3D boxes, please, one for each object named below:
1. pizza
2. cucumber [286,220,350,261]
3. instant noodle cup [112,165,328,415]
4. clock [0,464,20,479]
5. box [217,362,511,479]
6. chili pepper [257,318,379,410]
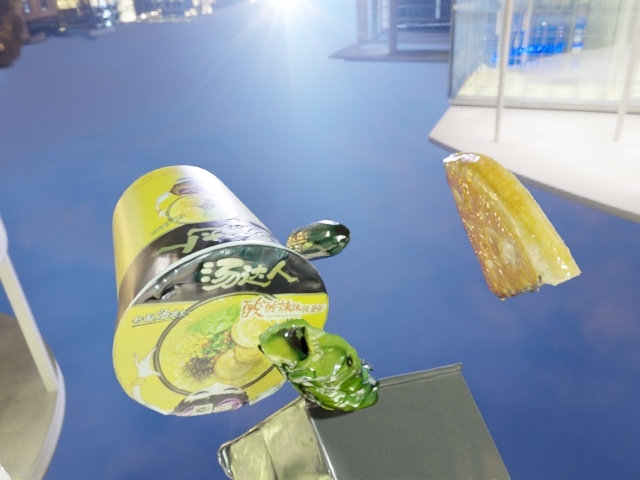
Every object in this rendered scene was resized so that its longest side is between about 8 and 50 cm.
[{"bbox_3d":[0.154,-0.003,0.454,0.041,0.130,0.178,-21,-152,-2],"label":"pizza"},{"bbox_3d":[0.000,0.000,0.674,0.048,0.048,0.105,-23,-176,-30],"label":"cucumber"},{"bbox_3d":[-0.131,0.034,0.600,0.216,0.215,0.236,-15,-142,-19],"label":"instant noodle cup"},{"bbox_3d":[-0.410,0.371,0.602,0.255,0.106,0.220,48,-150,6],"label":"clock"},{"bbox_3d":[0.070,0.339,0.829,0.345,0.251,0.204,0,-121,-41],"label":"box"},{"bbox_3d":[0.017,0.138,0.574,0.085,0.359,0.076,12,-104,13],"label":"chili pepper"}]
